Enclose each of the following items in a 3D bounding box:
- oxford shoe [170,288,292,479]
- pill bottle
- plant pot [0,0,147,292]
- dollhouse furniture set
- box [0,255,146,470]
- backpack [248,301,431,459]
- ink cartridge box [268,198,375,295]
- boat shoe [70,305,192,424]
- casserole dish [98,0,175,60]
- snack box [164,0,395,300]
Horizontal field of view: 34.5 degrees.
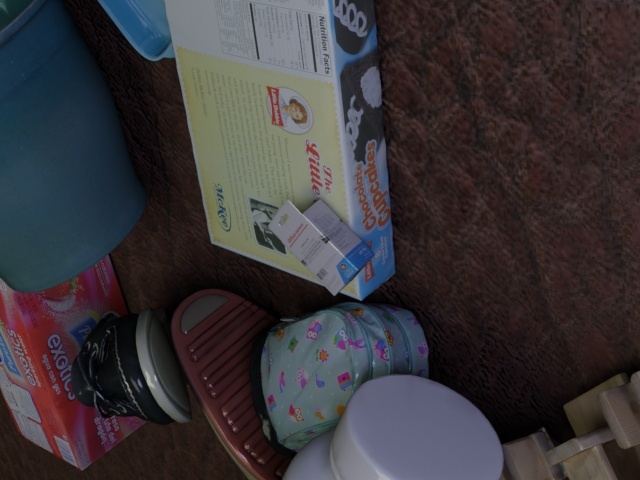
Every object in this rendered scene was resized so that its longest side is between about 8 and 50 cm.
[{"bbox_3d":[-0.033,0.230,1.093,0.397,0.140,0.146,53,149,4],"label":"oxford shoe"},{"bbox_3d":[0.033,0.271,0.873,0.176,0.176,0.318,37,126,22],"label":"pill bottle"},{"bbox_3d":[-0.320,-0.093,1.059,0.272,0.271,0.255,4,135,45],"label":"plant pot"},{"bbox_3d":[0.278,0.219,0.786,0.212,0.161,0.242,-49,58,52],"label":"dollhouse furniture set"},{"bbox_3d":[-0.341,0.122,1.329,0.154,0.142,0.300,13,126,41],"label":"box"},{"bbox_3d":[0.016,0.127,0.956,0.182,0.115,0.152,-26,73,45],"label":"backpack"},{"bbox_3d":[0.000,0.000,0.866,0.083,0.028,0.048,46,140,5],"label":"ink cartridge box"},{"bbox_3d":[-0.208,0.137,1.096,0.340,0.113,0.127,-148,39,-80],"label":"boat shoe"},{"bbox_3d":[-0.173,-0.254,0.944,0.188,0.037,0.114,53,143,0],"label":"casserole dish"},{"bbox_3d":[-0.035,-0.115,0.884,0.187,0.060,0.322,20,132,35],"label":"snack box"}]
